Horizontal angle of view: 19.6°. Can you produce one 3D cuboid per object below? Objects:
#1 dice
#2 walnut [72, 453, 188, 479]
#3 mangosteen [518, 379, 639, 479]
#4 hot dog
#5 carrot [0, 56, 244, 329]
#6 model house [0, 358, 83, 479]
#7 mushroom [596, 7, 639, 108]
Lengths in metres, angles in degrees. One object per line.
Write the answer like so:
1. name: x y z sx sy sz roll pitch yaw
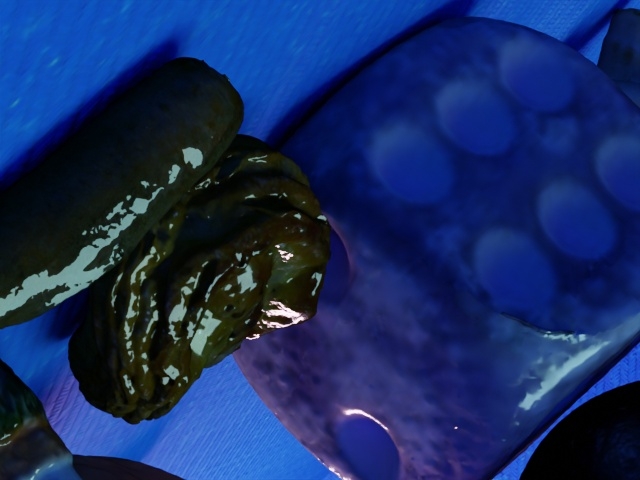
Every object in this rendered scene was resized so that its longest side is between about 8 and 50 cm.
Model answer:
1. dice: 0.100 0.019 1.380 0.270 0.270 0.271 -36 167 -37
2. walnut: -0.207 0.309 1.366 0.344 0.306 0.306 -49 171 -9
3. mangosteen: 0.259 0.259 1.341 0.330 0.330 0.330 -42 170 -9
4. hot dog: -0.082 0.039 1.206 0.175 0.114 0.259 -38 168 -23
5. carrot: -0.176 0.024 0.936 0.342 0.070 0.070 -39 169 -16
6. model house: -0.207 0.257 1.136 0.253 0.291 0.184 -38 171 -18
7. mushroom: 0.290 -0.125 1.876 0.206 0.209 0.206 -9 -168 2
